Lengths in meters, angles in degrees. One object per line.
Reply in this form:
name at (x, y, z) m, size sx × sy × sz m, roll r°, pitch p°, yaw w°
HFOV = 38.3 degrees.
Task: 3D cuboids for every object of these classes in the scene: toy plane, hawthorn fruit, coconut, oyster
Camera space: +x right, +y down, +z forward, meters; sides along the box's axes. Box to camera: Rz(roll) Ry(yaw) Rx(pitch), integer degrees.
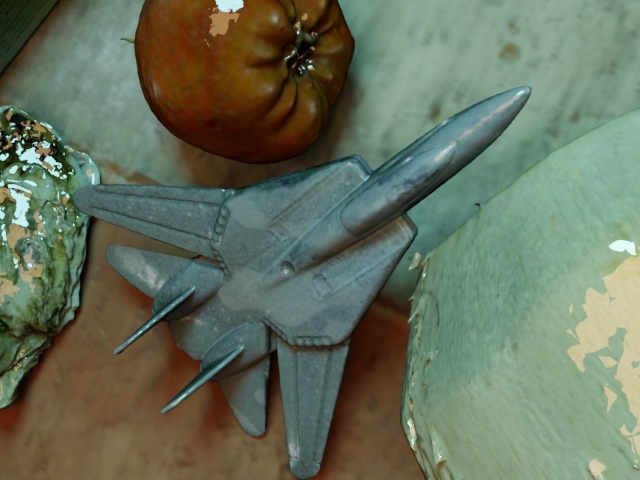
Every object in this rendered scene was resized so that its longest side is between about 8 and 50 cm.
toy plane at (0.004, -0.004, 0.482) m, size 0.267 × 0.088 × 0.212 m, roll -38°, pitch 93°, yaw 27°
hawthorn fruit at (-0.044, -0.104, 0.514) m, size 0.125 × 0.140 × 0.125 m, roll 3°, pitch 83°, yaw -23°
coconut at (0.168, 0.080, 0.386) m, size 0.245 × 0.245 × 0.247 m, roll -30°, pitch 73°, yaw 11°
oyster at (-0.204, 0.008, 0.573) m, size 0.125 × 0.064 × 0.177 m, roll 26°, pitch 83°, yaw -1°

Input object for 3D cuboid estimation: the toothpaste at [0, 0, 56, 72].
toothpaste at (-0.253, -0.106, 0.574) m, size 0.071 × 0.089 × 0.313 m, roll 40°, pitch 96°, yaw 5°
